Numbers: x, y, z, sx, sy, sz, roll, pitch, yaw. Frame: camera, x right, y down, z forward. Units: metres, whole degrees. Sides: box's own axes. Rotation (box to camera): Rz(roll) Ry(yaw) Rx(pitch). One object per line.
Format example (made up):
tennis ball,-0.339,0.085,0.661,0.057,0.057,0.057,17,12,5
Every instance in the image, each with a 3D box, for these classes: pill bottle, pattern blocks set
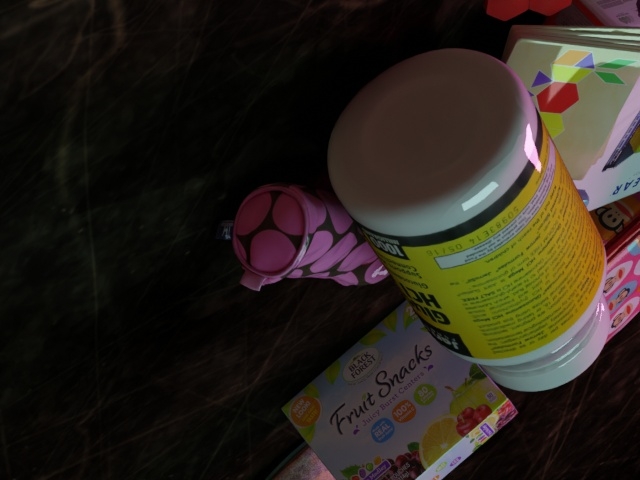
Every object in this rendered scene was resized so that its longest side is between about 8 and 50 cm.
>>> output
pill bottle,0.151,-0.004,1.559,0.188,0.188,0.334,-39,136,-3
pattern blocks set,0.218,-0.132,1.595,0.285,0.026,0.325,10,134,-23

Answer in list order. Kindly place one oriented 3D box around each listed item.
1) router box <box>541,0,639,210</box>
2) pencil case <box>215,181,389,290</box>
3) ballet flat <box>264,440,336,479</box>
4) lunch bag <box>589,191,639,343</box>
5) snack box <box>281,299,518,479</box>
router box,0.322,-0.159,1.789,0.335,0.082,0.301,-20,149,-39
pencil case,0.000,0.000,1.578,0.209,0.095,0.098,5,99,-58
ballet flat,-0.061,0.362,2.094,0.316,0.106,0.107,-42,157,2
lunch bag,0.349,0.023,2.120,0.258,0.120,0.293,-43,158,-4
snack box,0.089,0.193,1.940,0.207,0.174,0.070,-40,153,0
